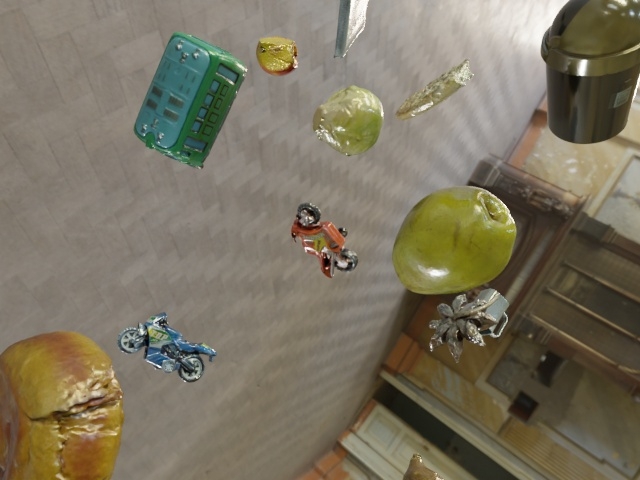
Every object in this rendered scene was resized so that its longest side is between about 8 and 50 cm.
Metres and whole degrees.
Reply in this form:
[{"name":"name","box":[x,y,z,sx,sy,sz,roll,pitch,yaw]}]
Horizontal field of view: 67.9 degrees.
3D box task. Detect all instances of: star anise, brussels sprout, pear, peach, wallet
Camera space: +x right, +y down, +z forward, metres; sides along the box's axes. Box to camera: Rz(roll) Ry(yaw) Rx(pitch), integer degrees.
[{"name":"star anise","box":[0.421,0.233,1.402,0.262,0.230,0.081,-40,114,-1]},{"name":"brussels sprout","box":[0.123,-0.496,1.952,0.274,0.242,0.317,-44,139,22]},{"name":"pear","box":[0.313,0.007,1.147,0.253,0.253,0.307,-36,168,-39]},{"name":"peach","box":[-0.138,-0.591,1.522,0.151,0.151,0.118,-52,180,-11]},{"name":"wallet","box":[0.080,-0.561,1.149,0.167,0.036,0.222,98,10,-45]}]

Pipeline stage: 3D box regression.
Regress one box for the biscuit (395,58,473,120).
[{"name":"biscuit","box":[0.246,-0.318,1.020,0.188,0.040,0.265,-36,-168,5]}]

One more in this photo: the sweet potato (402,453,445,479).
[{"name":"sweet potato","box":[0.232,0.565,0.894,0.158,0.370,0.157,-5,108,-16]}]

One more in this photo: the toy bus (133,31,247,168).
[{"name":"toy bus","box":[-0.362,-0.379,1.298,0.343,0.184,0.199,-63,169,10]}]

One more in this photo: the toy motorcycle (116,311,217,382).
[{"name":"toy motorcycle","box":[-0.399,0.276,1.257,0.255,0.092,0.135,36,65,-23]}]

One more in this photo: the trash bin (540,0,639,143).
[{"name":"trash bin","box":[0.596,-0.390,1.036,0.214,0.214,0.333,-51,143,-14]}]

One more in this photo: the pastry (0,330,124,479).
[{"name":"pastry","box":[-0.479,0.331,0.836,0.164,0.356,0.355,12,109,-51]}]

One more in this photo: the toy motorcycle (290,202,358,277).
[{"name":"toy motorcycle","box":[0.001,0.000,1.632,0.171,0.298,0.089,-27,-160,34]}]

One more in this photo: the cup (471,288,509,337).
[{"name":"cup","box":[0.548,0.245,1.547,0.129,0.128,0.095,-46,179,-20]}]
